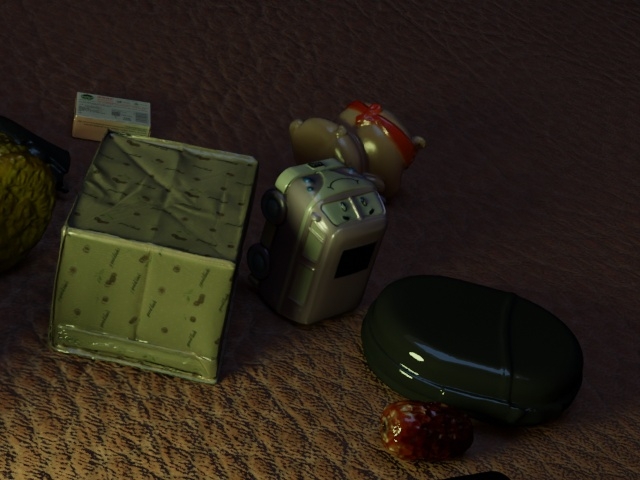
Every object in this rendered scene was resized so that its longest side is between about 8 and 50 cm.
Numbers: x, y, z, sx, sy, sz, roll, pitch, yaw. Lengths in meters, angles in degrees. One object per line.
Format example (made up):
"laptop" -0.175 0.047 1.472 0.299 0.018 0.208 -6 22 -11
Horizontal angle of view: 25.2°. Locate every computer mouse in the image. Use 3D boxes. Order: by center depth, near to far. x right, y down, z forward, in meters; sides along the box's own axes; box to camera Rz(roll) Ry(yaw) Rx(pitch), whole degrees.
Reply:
"computer mouse" -0.489 -0.134 2.118 0.264 0.088 0.147 20 31 4

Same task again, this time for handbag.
"handbag" 0.207 0.147 1.938 0.308 0.093 0.254 14 28 -2

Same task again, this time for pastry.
"pastry" -0.441 -0.048 1.881 0.103 0.189 0.188 30 32 30

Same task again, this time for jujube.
"jujube" 0.133 0.237 1.771 0.129 0.077 0.077 10 27 -33

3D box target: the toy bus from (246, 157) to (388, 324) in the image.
"toy bus" 0.000 0.000 1.986 0.142 0.202 0.142 -14 42 -42

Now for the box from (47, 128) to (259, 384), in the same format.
"box" -0.212 0.012 1.879 0.225 0.190 0.297 12 28 -3

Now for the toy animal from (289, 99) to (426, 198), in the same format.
"toy animal" 0.059 -0.149 2.339 0.197 0.171 0.171 -20 43 -35

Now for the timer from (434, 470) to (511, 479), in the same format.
"timer" 0.198 0.337 1.637 0.144 0.055 0.187 -3 34 -31

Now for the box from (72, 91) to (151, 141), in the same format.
"box" -0.340 -0.196 2.333 0.125 0.043 0.089 9 30 -11
